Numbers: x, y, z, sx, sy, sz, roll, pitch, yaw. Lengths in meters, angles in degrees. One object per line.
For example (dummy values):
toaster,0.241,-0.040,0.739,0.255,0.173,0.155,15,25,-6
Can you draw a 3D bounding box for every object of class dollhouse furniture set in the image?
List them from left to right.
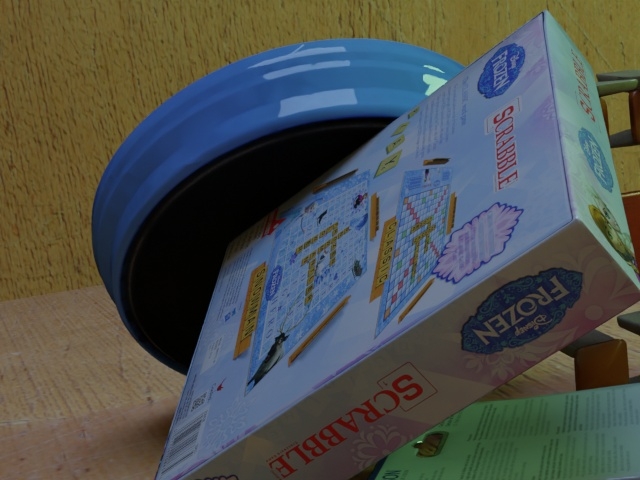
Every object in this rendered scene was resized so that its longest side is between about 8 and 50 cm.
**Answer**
dollhouse furniture set,0.296,-0.006,1.013,0.259,0.262,0.135,-10,9,-26

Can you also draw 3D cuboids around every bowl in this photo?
bowl,0.000,0.000,1.124,0.391,0.391,0.077,-9,50,-7

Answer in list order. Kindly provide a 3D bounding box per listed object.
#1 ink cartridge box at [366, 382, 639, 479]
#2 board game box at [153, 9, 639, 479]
ink cartridge box,0.153,0.140,0.822,0.224,0.045,0.223,-8,5,14
board game box,0.047,0.016,0.856,0.318,0.066,0.319,-35,21,24
